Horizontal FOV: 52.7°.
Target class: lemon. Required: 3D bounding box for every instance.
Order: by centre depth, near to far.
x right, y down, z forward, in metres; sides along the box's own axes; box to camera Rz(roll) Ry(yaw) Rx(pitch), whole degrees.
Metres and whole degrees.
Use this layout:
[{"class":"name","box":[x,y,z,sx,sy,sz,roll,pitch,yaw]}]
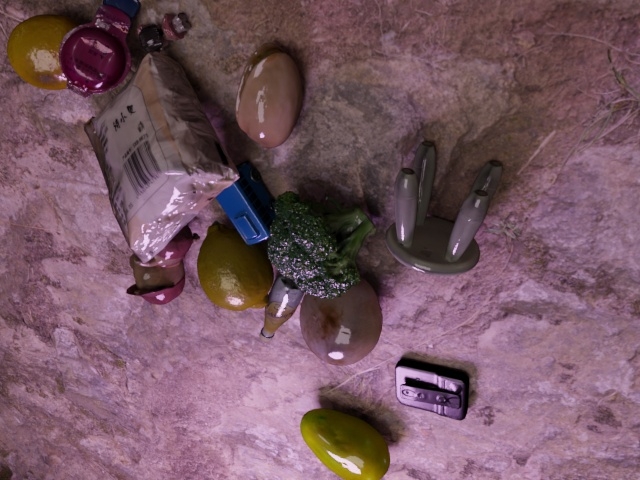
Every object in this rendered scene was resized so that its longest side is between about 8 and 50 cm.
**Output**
[{"class":"lemon","box":[-0.615,-0.434,1.489,0.207,0.170,0.170,-6,119,13]},{"class":"lemon","box":[-0.218,0.070,1.610,0.184,0.184,0.249,-32,90,39]}]

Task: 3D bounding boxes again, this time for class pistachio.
[{"class":"pistachio","box":[-0.104,-0.293,1.341,0.143,0.144,0.215,22,123,13]}]

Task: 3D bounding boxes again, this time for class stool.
[{"class":"stool","box":[0.236,-0.060,1.277,0.195,0.195,0.199,17,125,17]}]

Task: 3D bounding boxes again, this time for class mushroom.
[{"class":"mushroom","box":[0.056,0.186,1.553,0.226,0.178,0.227,-13,73,50]}]

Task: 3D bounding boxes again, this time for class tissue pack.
[{"class":"tissue pack","box":[-0.393,-0.189,1.479,0.375,0.195,0.390,-33,76,37]}]

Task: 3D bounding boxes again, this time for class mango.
[{"class":"mango","box":[0.070,0.579,1.826,0.272,0.149,0.186,23,136,20]}]

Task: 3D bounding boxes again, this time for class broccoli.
[{"class":"broccoli","box":[0.000,0.000,1.434,0.241,0.269,0.262,-31,82,4]}]

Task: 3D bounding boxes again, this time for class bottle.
[{"class":"bottle","box":[-0.108,0.182,1.693,0.083,0.083,0.270,30,134,6]}]

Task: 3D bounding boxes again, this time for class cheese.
[{"class":"cheese","box":[-0.479,-0.429,1.413,0.155,0.062,0.244,25,89,-11]}]

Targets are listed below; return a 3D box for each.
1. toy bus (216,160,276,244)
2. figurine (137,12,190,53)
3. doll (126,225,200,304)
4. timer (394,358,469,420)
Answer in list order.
[{"class":"toy bus","box":[-0.171,-0.082,1.531,0.090,0.106,0.185,-21,110,33]},{"class":"figurine","box":[-0.345,-0.456,1.404,0.129,0.054,0.072,-17,104,33]},{"class":"doll","box":[-0.428,0.056,1.710,0.152,0.196,0.256,33,125,27]},{"class":"timer","box":[0.280,0.383,1.643,0.187,0.055,0.144,9,125,23]}]
